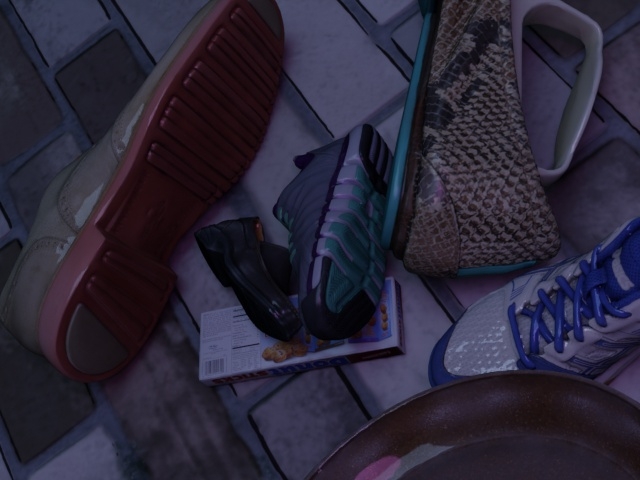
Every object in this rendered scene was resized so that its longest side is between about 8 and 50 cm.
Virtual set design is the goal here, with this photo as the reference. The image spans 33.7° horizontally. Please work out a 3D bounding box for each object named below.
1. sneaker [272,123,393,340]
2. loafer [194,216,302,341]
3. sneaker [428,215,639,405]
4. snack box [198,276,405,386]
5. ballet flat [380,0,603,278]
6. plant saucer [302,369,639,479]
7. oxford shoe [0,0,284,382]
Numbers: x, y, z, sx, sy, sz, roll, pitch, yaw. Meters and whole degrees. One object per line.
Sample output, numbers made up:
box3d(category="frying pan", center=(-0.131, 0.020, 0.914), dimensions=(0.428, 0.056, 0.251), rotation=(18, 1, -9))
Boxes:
box3d(category="sneaker", center=(0.000, 0.000, 0.879), dimensions=(0.098, 0.083, 0.223), rotation=(-15, 38, 28))
box3d(category="loafer", center=(-0.050, 0.024, 0.890), dimensions=(0.061, 0.062, 0.170), rotation=(-29, 39, -12))
box3d(category="sneaker", center=(0.204, 0.034, 0.754), dimensions=(0.296, 0.131, 0.112), rotation=(-25, 60, 12))
box3d(category="snack box", center=(-0.018, 0.078, 0.890), dimensions=(0.178, 0.022, 0.064), rotation=(-12, 59, 18))
box3d(category="ballet flat", center=(0.145, -0.195, 0.896), dimensions=(0.182, 0.164, 0.482), rotation=(2, 69, 0))
box3d(category="plant saucer", center=(0.091, 0.213, 0.658), dimensions=(0.311, 0.050, 0.310), rotation=(-23, 33, 16))
box3d(category="oxford shoe", center=(-0.171, -0.074, 0.965), dimensions=(0.146, 0.140, 0.397), rotation=(19, 72, 37))
